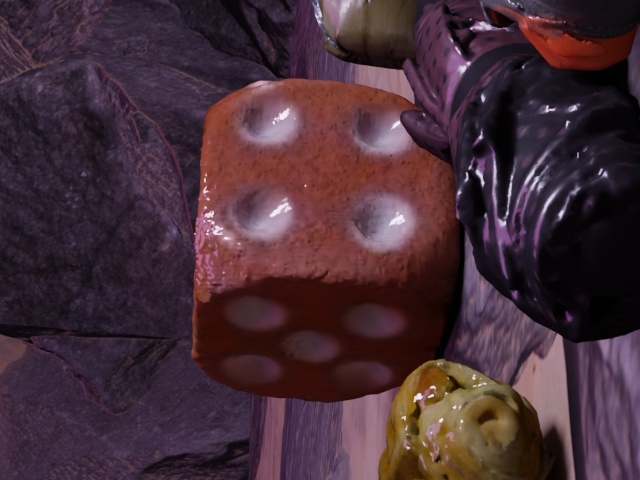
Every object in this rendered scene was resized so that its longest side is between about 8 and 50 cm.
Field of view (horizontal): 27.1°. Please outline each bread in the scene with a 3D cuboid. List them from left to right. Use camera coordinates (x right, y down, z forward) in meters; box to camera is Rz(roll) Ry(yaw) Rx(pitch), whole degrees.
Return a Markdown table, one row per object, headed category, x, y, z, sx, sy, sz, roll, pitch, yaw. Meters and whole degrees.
| category | x | y | z | sx | sy | sz | roll | pitch | yaw |
| --- | --- | --- | --- | --- | --- | --- | --- | --- | --- |
| bread | 0.049 | 0.209 | 0.699 | 0.077 | 0.084 | 0.367 | -30 | -39 | -38 |

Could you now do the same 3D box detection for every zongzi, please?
| category | x | y | z | sx | sy | sz | roll | pitch | yaw |
| --- | --- | --- | --- | --- | --- | --- | --- | --- | --- |
| zongzi | 0.045 | -0.237 | 1.046 | 0.256 | 0.115 | 0.228 | 47 | -136 | -89 |

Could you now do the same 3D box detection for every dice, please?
| category | x | y | z | sx | sy | sz | roll | pitch | yaw |
| --- | --- | --- | --- | --- | --- | --- | --- | --- | --- |
| dice | 0.000 | 0.000 | 0.931 | 0.175 | 0.179 | 0.174 | 95 | 176 | -55 |

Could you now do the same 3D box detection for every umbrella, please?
| category | x | y | z | sx | sy | sz | roll | pitch | yaw |
| --- | --- | --- | --- | --- | --- | --- | --- | --- | --- |
| umbrella | 0.082 | -0.053 | 0.556 | 0.326 | 0.090 | 0.094 | -97 | 10 | -68 |

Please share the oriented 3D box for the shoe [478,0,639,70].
| category | x | y | z | sx | sy | sz | roll | pitch | yaw |
| --- | --- | --- | --- | --- | --- | --- | --- | --- | --- |
| shoe | 0.065 | -0.123 | 0.502 | 0.194 | 0.074 | 0.077 | -129 | 34 | -58 |
